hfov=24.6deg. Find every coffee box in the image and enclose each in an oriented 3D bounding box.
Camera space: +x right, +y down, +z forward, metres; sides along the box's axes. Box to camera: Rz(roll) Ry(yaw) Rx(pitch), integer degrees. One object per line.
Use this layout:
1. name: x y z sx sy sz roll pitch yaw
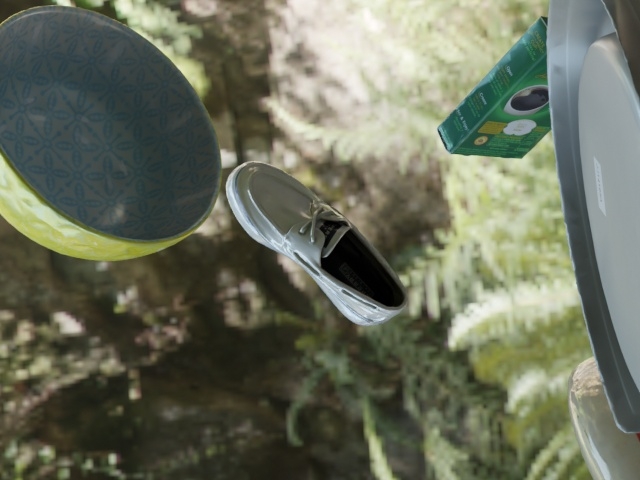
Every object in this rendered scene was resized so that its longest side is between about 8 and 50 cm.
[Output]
1. coffee box: 0.218 -0.155 1.527 0.113 0.184 0.040 1 -125 -37

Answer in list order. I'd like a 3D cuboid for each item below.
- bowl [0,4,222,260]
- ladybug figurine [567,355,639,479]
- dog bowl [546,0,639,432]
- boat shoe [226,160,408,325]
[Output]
1. bowl: -0.266 -0.087 1.560 0.289 0.156 0.289 24 -133 -29
2. ladybug figurine: 0.410 0.260 1.456 0.305 0.162 0.449 22 -149 -49
3. dog bowl: 0.234 -0.014 0.948 0.349 0.102 0.348 -10 -90 -90
4. boat shoe: 0.000 0.000 1.790 0.267 0.088 0.096 48 -115 -6
